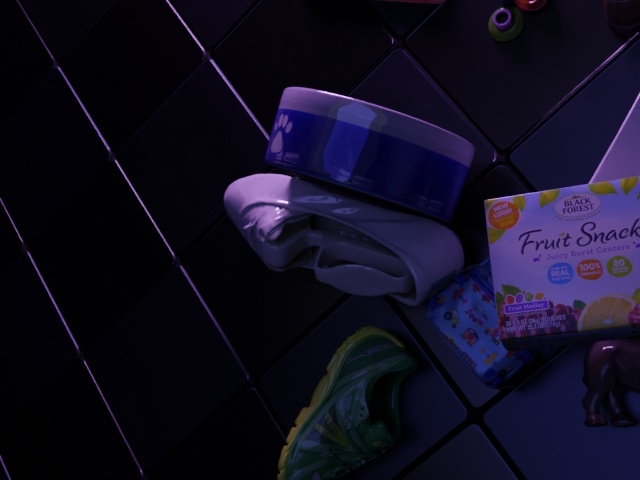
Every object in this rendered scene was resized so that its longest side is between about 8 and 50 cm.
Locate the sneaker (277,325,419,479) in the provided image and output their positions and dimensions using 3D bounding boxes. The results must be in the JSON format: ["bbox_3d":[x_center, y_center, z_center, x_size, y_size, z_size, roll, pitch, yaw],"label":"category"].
[{"bbox_3d":[0.037,0.263,1.163,0.123,0.109,0.295,26,93,33],"label":"sneaker"}]

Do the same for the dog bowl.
[{"bbox_3d":[0.062,-0.110,1.130,0.265,0.265,0.104,19,93,30],"label":"dog bowl"}]

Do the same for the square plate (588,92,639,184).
[{"bbox_3d":[0.503,-0.065,0.984,0.344,0.049,0.347,29,89,33],"label":"square plate"}]

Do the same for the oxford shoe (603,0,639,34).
[{"bbox_3d":[0.444,-0.367,1.071,0.083,0.096,0.227,42,100,30],"label":"oxford shoe"}]

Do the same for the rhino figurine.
[{"bbox_3d":[0.424,0.151,0.996,0.243,0.073,0.106,-13,67,23],"label":"rhino figurine"}]

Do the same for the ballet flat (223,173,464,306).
[{"bbox_3d":[0.000,0.000,1.203,0.400,0.139,0.139,15,88,28],"label":"ballet flat"}]

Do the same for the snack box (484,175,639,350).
[{"bbox_3d":[0.302,0.027,0.981,0.207,0.070,0.174,-7,69,16],"label":"snack box"}]

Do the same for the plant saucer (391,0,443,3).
[{"bbox_3d":[0.095,-0.499,1.311,0.258,0.048,0.259,13,87,30],"label":"plant saucer"}]

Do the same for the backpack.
[{"bbox_3d":[0.243,0.086,1.083,0.173,0.117,0.158,-41,65,13],"label":"backpack"}]

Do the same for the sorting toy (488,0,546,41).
[{"bbox_3d":[0.268,-0.329,1.188,0.102,0.042,0.061,-46,63,14],"label":"sorting toy"}]
